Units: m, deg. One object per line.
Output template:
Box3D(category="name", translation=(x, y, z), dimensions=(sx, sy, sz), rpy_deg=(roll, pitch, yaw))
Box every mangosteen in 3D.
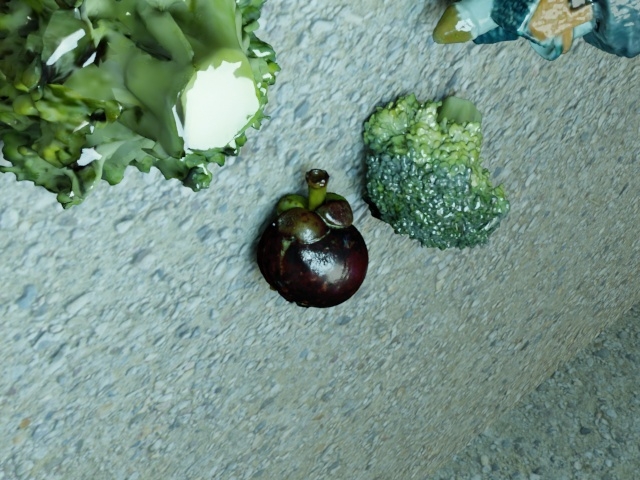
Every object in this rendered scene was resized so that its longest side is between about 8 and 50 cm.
Box3D(category="mangosteen", translation=(-0.004, 0.009, 1.405), dimensions=(0.184, 0.172, 0.172), rpy_deg=(-66, 152, -14))

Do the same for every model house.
Box3D(category="model house", translation=(0.291, -0.330, 1.376), dimensions=(0.291, 0.253, 0.184), rpy_deg=(-24, 131, -6))

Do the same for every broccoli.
Box3D(category="broccoli", translation=(0.173, -0.122, 1.505), dimensions=(0.243, 0.263, 0.247), rpy_deg=(-65, -169, -26))
Box3D(category="broccoli", translation=(-0.174, -0.193, 0.912), dimensions=(0.334, 0.272, 0.324), rpy_deg=(-22, 100, -29))
